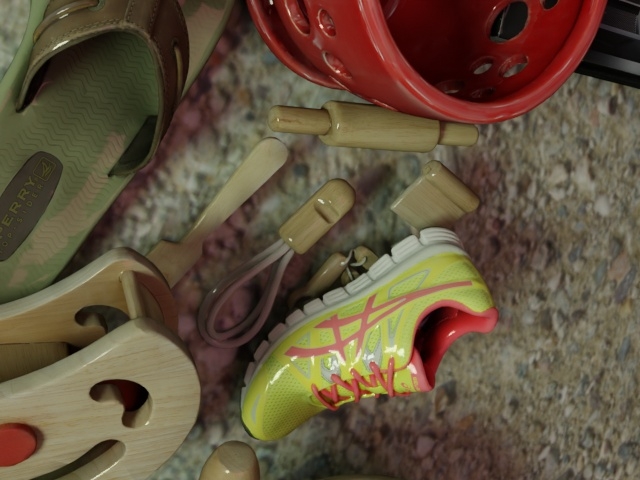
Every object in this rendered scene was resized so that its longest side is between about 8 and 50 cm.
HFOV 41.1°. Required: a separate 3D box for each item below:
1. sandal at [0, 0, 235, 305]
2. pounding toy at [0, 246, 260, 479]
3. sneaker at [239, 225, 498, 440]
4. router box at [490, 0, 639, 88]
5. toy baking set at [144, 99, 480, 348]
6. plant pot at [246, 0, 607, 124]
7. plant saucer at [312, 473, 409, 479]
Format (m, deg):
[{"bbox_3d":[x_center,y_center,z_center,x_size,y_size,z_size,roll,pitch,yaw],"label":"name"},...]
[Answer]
[{"bbox_3d":[-0.122,-0.088,0.486,0.120,0.086,0.303,27,86,-36],"label":"sandal"},{"bbox_3d":[-0.142,0.104,0.444,0.269,0.155,0.154,6,121,-27],"label":"pounding toy"},{"bbox_3d":[0.035,0.081,0.603,0.208,0.094,0.081,-39,142,1],"label":"sneaker"},{"bbox_3d":[0.247,-0.257,0.693,0.308,0.081,0.243,5,100,-34],"label":"router box"},{"bbox_3d":[0.003,-0.006,0.594,0.256,0.030,0.197,5,117,-32],"label":"toy baking set"},{"bbox_3d":[0.051,-0.174,0.526,0.191,0.174,0.191,-10,107,-32],"label":"plant pot"},{"bbox_3d":[-0.035,0.351,0.648,0.400,0.100,0.400,-9,106,-32],"label":"plant saucer"}]
